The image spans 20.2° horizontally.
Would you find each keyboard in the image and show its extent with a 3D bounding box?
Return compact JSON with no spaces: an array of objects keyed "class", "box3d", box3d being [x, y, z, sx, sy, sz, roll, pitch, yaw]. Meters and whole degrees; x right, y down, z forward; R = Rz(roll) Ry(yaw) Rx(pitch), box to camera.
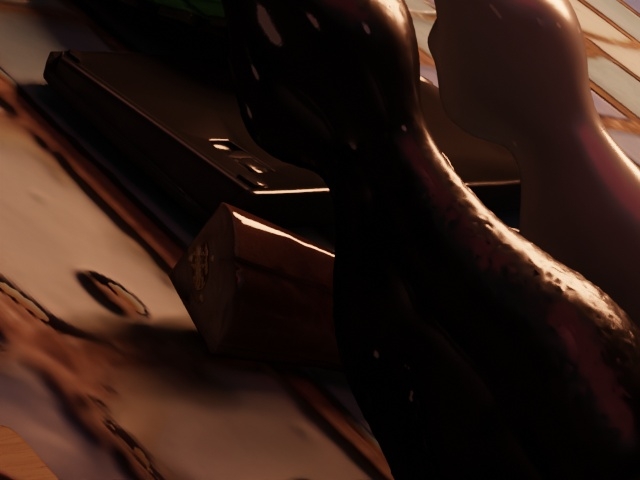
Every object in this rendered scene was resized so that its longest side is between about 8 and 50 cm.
[{"class":"keyboard","box3d":[0.036,-0.024,0.804,0.201,0.033,0.317,35,21,25]}]

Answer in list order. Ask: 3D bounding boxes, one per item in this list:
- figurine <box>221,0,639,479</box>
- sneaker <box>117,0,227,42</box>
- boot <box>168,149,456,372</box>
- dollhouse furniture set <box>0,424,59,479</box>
[{"class":"figurine","box3d":[0.066,-0.012,0.604,0.215,0.092,0.209,-12,73,-58]},{"class":"sneaker","box3d":[-0.076,-0.206,0.894,0.134,0.146,0.343,9,30,-45]},{"class":"boot","box3d":[0.000,0.000,0.637,0.114,0.037,0.106,16,57,-32]},{"class":"dollhouse furniture set","box3d":[-0.019,0.052,0.272,0.151,0.123,0.144,43,23,28]}]
